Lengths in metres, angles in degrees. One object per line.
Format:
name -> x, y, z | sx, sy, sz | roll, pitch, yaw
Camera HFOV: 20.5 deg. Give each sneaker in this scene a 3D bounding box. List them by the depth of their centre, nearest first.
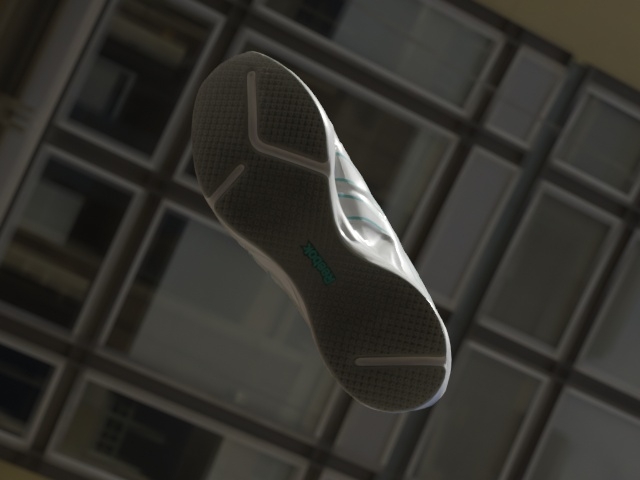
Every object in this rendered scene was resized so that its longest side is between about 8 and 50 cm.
sneaker -> 0.000, 0.000, 0.656 | 0.053, 0.152, 0.061 | -31, 165, 6
